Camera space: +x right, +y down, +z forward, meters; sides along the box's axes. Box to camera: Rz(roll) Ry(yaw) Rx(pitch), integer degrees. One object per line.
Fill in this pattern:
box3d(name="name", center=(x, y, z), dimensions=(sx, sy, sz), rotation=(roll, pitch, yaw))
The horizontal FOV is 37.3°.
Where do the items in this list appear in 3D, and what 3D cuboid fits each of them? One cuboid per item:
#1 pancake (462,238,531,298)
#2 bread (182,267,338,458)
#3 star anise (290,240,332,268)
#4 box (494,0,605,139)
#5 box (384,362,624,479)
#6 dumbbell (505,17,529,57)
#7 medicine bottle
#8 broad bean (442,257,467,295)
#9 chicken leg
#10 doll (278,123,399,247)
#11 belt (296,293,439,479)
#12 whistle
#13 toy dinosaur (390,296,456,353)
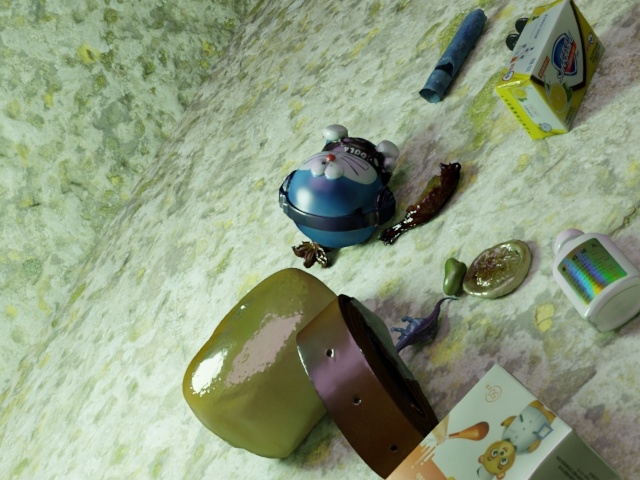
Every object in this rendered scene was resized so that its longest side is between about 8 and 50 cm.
box3d(name="pancake", center=(0.335, 0.056, 1.813), dimensions=(0.152, 0.025, 0.151), rotation=(-33, 30, 22))
box3d(name="bread", center=(-0.095, 0.244, 1.934), dimensions=(0.376, 0.253, 0.348), rotation=(-48, 29, 0))
box3d(name="star anise", center=(0.000, 0.000, 2.350), dimensions=(0.097, 0.070, 0.190), rotation=(6, 50, 25))
box3d(name="box", center=(0.491, -0.367, 2.025), dimensions=(0.097, 0.168, 0.265), rotation=(-7, 45, 49))
box3d(name="box", center=(0.231, 0.381, 1.380), dimensions=(0.341, 0.143, 0.225), rotation=(-47, 26, 1))
box3d(name="dumbbell", center=(0.494, -0.496, 2.307), dimensions=(0.069, 0.069, 0.147), rotation=(-2, 50, 55))
box3d(name="medicine bottle", center=(0.454, 0.054, 1.578), dimensions=(0.115, 0.078, 0.219), rotation=(-42, 26, 13))
box3d(name="broad bean", center=(0.262, 0.070, 1.871), dimensions=(0.063, 0.045, 0.083), rotation=(105, -175, -50))
box3d(name="chicken leg", center=(0.227, -0.080, 2.139), dimensions=(0.253, 0.051, 0.106), rotation=(-45, 20, 4))
box3d(name="doll", center=(0.050, -0.120, 2.263), dimensions=(0.284, 0.240, 0.310), rotation=(8, 32, 15))
box3d(name="belt", center=(0.086, 0.248, 1.653), dimensions=(0.122, 0.217, 0.338), rotation=(-40, 56, 13))
box3d(name="whistle", center=(0.356, -0.491, 2.516), dimensions=(0.062, 0.062, 0.304), rotation=(-3, 49, 55))
box3d(name="toy dinosaur", center=(0.185, 0.174, 1.844), dimensions=(0.197, 0.045, 0.080), rotation=(-41, 25, -17))
